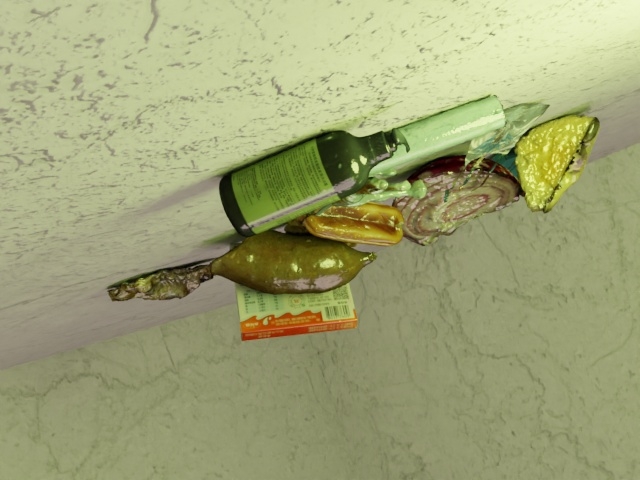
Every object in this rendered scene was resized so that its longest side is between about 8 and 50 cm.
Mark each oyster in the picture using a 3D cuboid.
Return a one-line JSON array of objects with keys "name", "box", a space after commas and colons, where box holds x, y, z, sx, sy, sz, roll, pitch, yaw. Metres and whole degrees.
[{"name": "oyster", "box": [-0.375, 0.105, 2.109, 0.345, 0.078, 0.129, -11, 161, -44]}]

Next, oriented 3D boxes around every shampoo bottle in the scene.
[{"name": "shampoo bottle", "box": [-0.007, -0.099, 1.249, 0.284, 0.101, 0.101, -22, 174, 11]}]

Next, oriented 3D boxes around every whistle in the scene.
[{"name": "whistle", "box": [0.157, -0.165, 1.402, 0.312, 0.062, 0.062, -20, 174, -3]}]

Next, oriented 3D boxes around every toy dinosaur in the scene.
[{"name": "toy dinosaur", "box": [0.075, -0.101, 1.592, 0.206, 0.092, 0.393, -13, -175, -29]}]

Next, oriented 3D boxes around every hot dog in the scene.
[{"name": "hot dog", "box": [0.071, -0.042, 1.842, 0.250, 0.100, 0.068, 9, 166, -25]}]

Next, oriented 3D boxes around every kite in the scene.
[{"name": "kite", "box": [0.353, -0.178, 1.725, 0.169, 0.015, 0.310, -17, 155, -21]}]

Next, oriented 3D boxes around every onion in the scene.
[{"name": "onion", "box": [0.297, -0.130, 1.949, 0.314, 0.146, 0.280, -20, 149, 19]}]

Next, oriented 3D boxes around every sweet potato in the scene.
[{"name": "sweet potato", "box": [-0.059, 0.053, 1.907, 0.370, 0.157, 0.158, 9, 173, -1]}]

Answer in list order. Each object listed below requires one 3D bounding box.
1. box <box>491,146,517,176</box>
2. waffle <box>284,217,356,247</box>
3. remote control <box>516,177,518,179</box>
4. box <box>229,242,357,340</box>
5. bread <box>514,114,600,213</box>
[{"name": "box", "box": [0.551, -0.221, 2.239, 0.229, 0.041, 0.162, -18, 162, -19]}, {"name": "waffle", "box": [0.003, -0.022, 1.947, 0.191, 0.038, 0.191, 9, 157, 4]}, {"name": "remote control", "box": [0.515, -0.161, 2.460, 0.234, 0.038, 0.098, -21, 172, 14]}, {"name": "box", "box": [-0.069, 0.106, 1.993, 0.274, 0.264, 0.048, -5, 142, -7]}, {"name": "bread", "box": [0.555, -0.195, 2.018, 0.262, 0.163, 0.204, -59, 161, 9]}]
